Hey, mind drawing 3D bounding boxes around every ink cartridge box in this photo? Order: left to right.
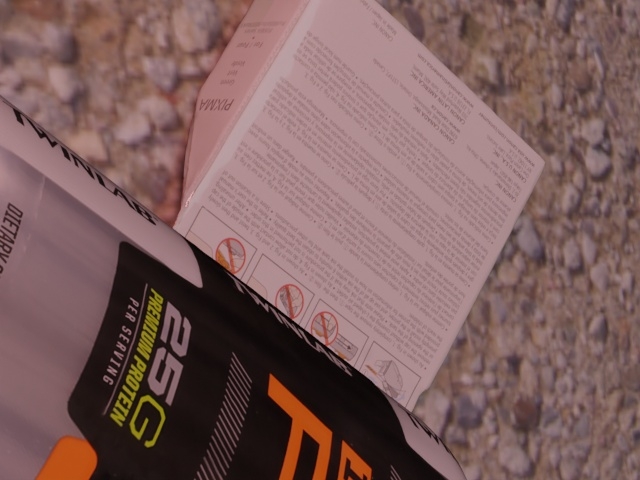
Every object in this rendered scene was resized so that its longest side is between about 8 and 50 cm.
[{"bbox_3d":[0.000,0.000,0.744,0.181,0.056,0.224,39,73,-31],"label":"ink cartridge box"}]

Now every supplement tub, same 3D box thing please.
[{"bbox_3d":[-0.073,0.100,0.528,0.316,0.194,0.193,39,55,-31],"label":"supplement tub"}]
